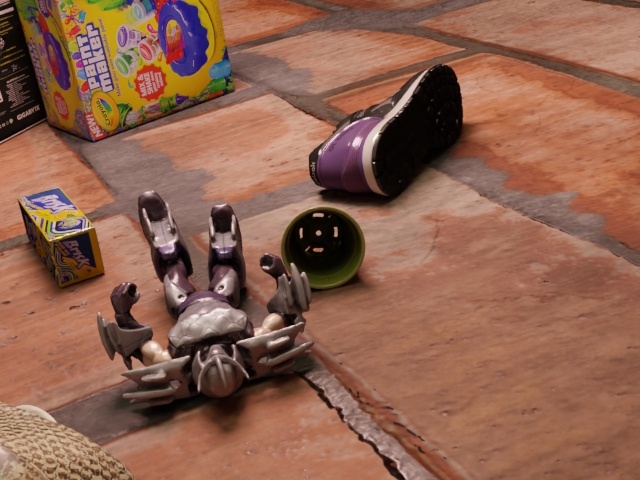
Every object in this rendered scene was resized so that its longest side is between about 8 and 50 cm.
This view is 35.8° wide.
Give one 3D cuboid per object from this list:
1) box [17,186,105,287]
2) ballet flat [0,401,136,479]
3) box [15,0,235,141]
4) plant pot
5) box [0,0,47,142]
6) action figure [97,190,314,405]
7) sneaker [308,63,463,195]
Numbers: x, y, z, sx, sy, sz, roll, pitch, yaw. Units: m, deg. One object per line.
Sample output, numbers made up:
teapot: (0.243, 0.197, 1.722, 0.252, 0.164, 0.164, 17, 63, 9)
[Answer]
box: (-0.301, -0.008, 1.143, 0.054, 0.059, 0.169, -18, 26, -23)
ballet flat: (-0.334, 0.148, 0.750, 0.482, 0.164, 0.182, 13, 11, 30)
box: (-0.323, -0.352, 1.613, 0.279, 0.290, 0.177, -26, 30, -30)
plant pot: (0.000, 0.000, 1.007, 0.083, 0.083, 0.079, -11, 12, -2)
box: (-0.582, -0.260, 1.551, 0.079, 0.257, 0.322, 3, 28, 28)
action figure: (-0.109, 0.053, 0.901, 0.185, 0.099, 0.285, -5, 28, -11)
sneaker: (0.082, -0.148, 1.256, 0.124, 0.107, 0.283, 0, 26, 34)
